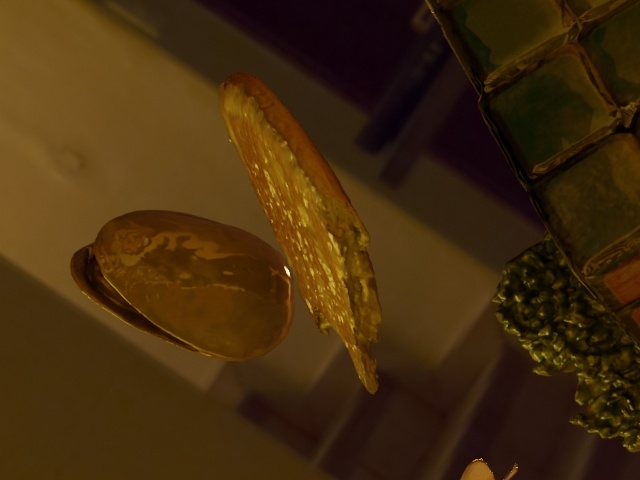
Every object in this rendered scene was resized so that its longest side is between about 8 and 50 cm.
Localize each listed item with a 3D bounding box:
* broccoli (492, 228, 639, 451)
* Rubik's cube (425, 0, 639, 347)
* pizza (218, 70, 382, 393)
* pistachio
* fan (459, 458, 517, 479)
[{"bbox_3d":[0.310,0.091,1.743,0.248,0.288,0.245,-46,-9,-11],"label":"broccoli"},{"bbox_3d":[0.309,-0.133,1.445,0.344,0.337,0.344,-31,-29,9],"label":"Rubik's cube"},{"bbox_3d":[0.000,0.000,1.358,0.034,0.262,0.181,-28,29,-13],"label":"pizza"},{"bbox_3d":[-0.121,0.040,1.699,0.129,0.206,0.131,-50,35,46],"label":"pistachio"},{"bbox_3d":[0.180,0.279,2.020,0.175,0.005,0.113,-36,-61,-58],"label":"fan"}]
